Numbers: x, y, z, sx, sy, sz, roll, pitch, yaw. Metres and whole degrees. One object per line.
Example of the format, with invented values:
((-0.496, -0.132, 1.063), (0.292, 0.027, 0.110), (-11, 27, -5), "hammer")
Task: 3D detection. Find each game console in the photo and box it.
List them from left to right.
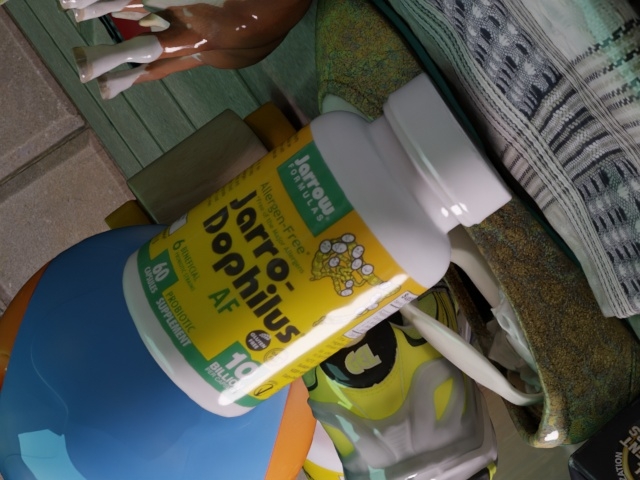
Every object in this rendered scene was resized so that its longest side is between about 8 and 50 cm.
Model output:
((-0.239, -0.298, 1.457), (0.144, 0.085, 0.124), (59, -161, -17), "game console")

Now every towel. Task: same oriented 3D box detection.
((0.105, -0.064, 0.517), (0.324, 0.056, 0.312), (54, 177, 2), "towel")

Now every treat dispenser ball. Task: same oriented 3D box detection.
((-0.144, 0.129, 0.983), (0.288, 0.288, 0.288), (51, 168, 15), "treat dispenser ball")

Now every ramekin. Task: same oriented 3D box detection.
((0.176, 0.229, 1.012), (0.207, 0.109, 0.207), (51, 163, 22), "ramekin")

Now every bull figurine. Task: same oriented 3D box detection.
((-0.081, -0.169, 0.785), (0.310, 0.188, 0.101), (168, 85, -84), "bull figurine")

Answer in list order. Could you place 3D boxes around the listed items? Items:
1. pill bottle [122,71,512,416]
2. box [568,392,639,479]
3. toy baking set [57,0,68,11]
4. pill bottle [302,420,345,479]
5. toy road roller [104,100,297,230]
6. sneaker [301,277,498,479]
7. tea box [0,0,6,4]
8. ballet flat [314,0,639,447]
((0.000, 0.000, 0.652), (0.118, 0.208, 0.117), (52, -168, -16), "pill bottle")
((0.318, 0.306, 0.733), (0.318, 0.097, 0.395), (41, 163, 39), "box")
((-0.322, -0.380, 1.389), (0.256, 0.030, 0.197), (-22, 87, 62), "toy baking set")
((0.056, 0.188, 1.221), (0.188, 0.188, 0.334), (47, 166, 34), "pill bottle")
((-0.074, 0.019, 1.225), (0.241, 0.202, 0.329), (52, 173, 7), "toy road roller")
((0.046, 0.047, 0.882), (0.385, 0.145, 0.147), (-108, -4, -66), "sneaker")
((-0.173, -0.324, 0.590), (0.329, 0.220, 0.323), (58, 167, -16), "tea box")
((0.075, -0.015, 0.742), (0.349, 0.123, 0.123), (53, 169, 8), "ballet flat")
